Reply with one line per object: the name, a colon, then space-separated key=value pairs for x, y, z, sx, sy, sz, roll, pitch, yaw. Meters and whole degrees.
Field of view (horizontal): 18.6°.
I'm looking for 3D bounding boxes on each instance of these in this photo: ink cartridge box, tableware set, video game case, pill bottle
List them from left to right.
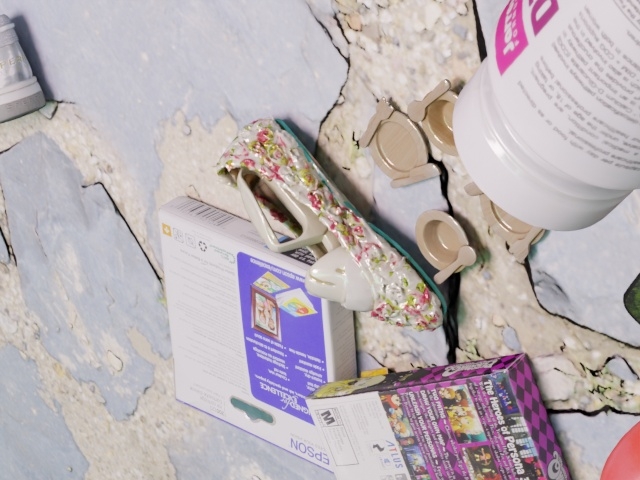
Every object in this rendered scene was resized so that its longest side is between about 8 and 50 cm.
ink cartridge box: x=-0.056 y=0.084 z=1.758 sx=0.206 sy=0.045 sz=0.208 roll=21 pitch=127 yaw=36
tableware set: x=0.101 y=-0.047 z=1.526 sx=0.168 sy=0.020 sz=0.141 roll=57 pitch=142 yaw=1
video game case: x=0.115 y=0.216 z=1.636 sx=0.210 sy=0.042 sz=0.232 roll=-12 pitch=105 yaw=38
pill bottle: x=0.206 y=-0.132 z=1.245 sx=0.160 sy=0.160 sz=0.283 roll=51 pitch=141 yaw=10

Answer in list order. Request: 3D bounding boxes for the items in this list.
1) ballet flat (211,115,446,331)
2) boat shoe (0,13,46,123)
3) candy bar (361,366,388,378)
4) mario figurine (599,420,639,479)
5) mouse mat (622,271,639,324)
ballet flat: x=0.000 y=0.000 z=1.611 sx=0.241 sy=0.077 sz=0.091 roll=47 pitch=155 yaw=19
boat shoe: x=-0.401 y=-0.159 z=1.922 sx=0.320 sy=0.118 sz=0.103 roll=0 pitch=108 yaw=43
candy bar: x=0.077 y=0.185 z=1.705 sx=0.040 sy=0.018 sz=0.161 roll=-12 pitch=106 yaw=53
mario figurine: x=0.287 y=0.234 z=1.463 sx=0.170 sy=0.198 sz=0.320 roll=-99 pitch=4 yaw=-49
mouse mat: x=0.304 y=0.042 z=1.379 sx=0.152 sy=0.007 sz=0.189 roll=45 pitch=140 yaw=16
